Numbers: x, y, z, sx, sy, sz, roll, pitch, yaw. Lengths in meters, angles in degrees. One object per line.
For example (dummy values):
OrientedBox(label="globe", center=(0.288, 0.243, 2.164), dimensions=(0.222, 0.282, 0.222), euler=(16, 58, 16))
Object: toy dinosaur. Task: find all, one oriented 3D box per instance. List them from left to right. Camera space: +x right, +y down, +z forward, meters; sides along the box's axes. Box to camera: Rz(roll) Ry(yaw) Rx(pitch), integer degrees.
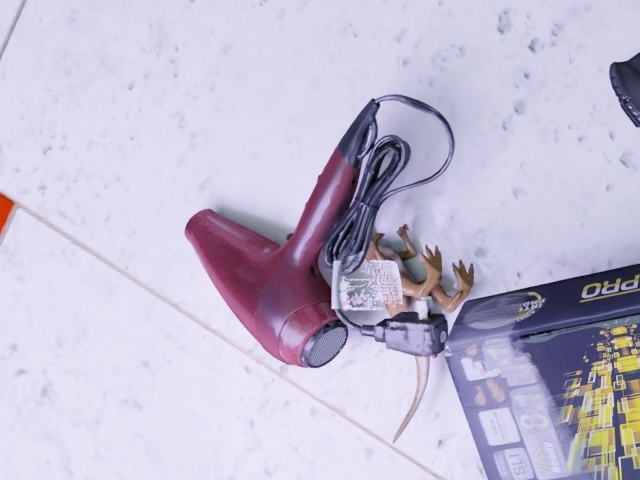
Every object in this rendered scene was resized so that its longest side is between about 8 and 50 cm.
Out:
OrientedBox(label="toy dinosaur", center=(0.080, 0.058, 1.362), dimensions=(0.112, 0.064, 0.211), euler=(-32, 74, 39))

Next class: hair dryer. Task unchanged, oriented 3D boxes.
OrientedBox(label="hair dryer", center=(0.000, 0.000, 1.352), dimensions=(0.294, 0.080, 0.223), euler=(-5, 80, 35))

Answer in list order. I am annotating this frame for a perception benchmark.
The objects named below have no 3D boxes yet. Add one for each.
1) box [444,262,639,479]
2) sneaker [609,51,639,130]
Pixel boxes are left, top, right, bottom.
OrientedBox(label="box", center=(0.308, 0.203, 1.209), dimensions=(0.318, 0.097, 0.394), euler=(-12, 109, 23))
OrientedBox(label="sneaker", center=(0.359, -0.064, 1.215), dimensions=(0.130, 0.109, 0.286), euler=(-41, 85, 10))
